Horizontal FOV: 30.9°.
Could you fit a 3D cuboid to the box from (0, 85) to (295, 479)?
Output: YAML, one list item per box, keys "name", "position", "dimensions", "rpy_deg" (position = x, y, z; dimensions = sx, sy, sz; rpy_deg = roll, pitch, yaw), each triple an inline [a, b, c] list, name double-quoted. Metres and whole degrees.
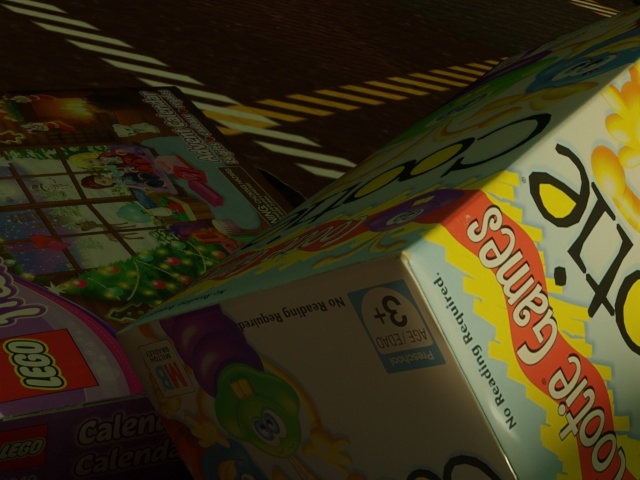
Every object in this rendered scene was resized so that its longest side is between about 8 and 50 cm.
- name: "box"
  position: [-0.109, 0.007, 0.575]
  dimensions: [0.201, 0.057, 0.293]
  rpy_deg: [-7, 33, -30]

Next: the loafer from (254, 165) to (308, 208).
- name: "loafer"
  position: [0.000, 0.000, 0.688]
  dimensions: [0.148, 0.050, 0.056]
  rpy_deg: [23, 25, 13]

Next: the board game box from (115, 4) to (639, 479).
- name: "board game box"
  position: [0.086, 0.017, 0.449]
  dimensions: [0.144, 0.142, 0.275]
  rpy_deg: [-17, 15, 45]

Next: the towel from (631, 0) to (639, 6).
- name: "towel"
  position: [0.310, -0.034, 0.621]
  dimensions: [0.312, 0.056, 0.324]
  rpy_deg: [48, 13, 28]
